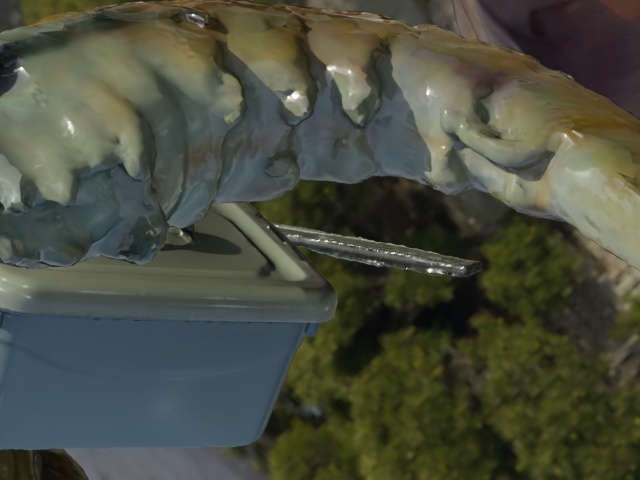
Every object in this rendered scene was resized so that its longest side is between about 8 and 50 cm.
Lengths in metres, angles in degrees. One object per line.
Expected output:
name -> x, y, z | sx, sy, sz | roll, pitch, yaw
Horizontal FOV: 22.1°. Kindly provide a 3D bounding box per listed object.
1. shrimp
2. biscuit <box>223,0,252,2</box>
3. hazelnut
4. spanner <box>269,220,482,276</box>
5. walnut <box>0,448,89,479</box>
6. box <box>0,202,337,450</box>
shrimp -> 0.017, -0.022, 0.527 | 0.287, 0.185, 0.068 | 15, 121, 6
biscuit -> -0.109, -0.313, 1.653 | 0.025, 0.126, 0.206 | -83, -23, -54
hazelnut -> 0.303, -0.269, 1.795 | 0.359, 0.359, 0.409 | 45, 164, 14
spanner -> 0.000, 0.000, 1.572 | 0.325, 0.093, 0.026 | 11, 109, 24
walnut -> -0.289, 0.223, 1.210 | 0.227, 0.283, 0.283 | 21, -177, -40
box -> -0.120, 0.033, 0.949 | 0.162, 0.227, 0.130 | 43, 123, 50
